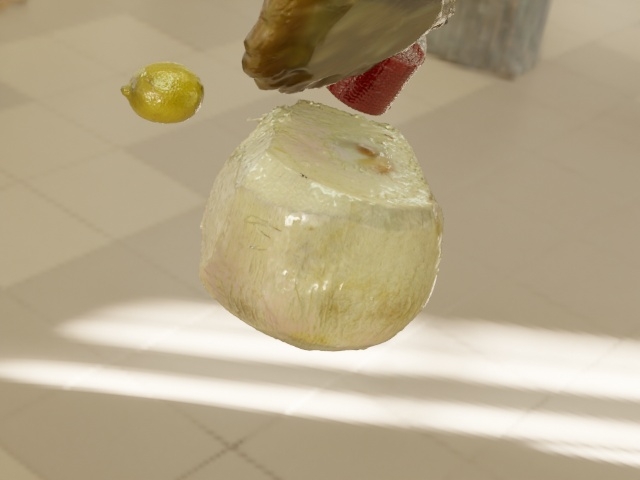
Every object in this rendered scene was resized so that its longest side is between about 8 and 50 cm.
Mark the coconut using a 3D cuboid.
[{"bbox_3d":[0.000,0.000,1.620,0.297,0.254,0.297,16,30,-10],"label":"coconut"}]

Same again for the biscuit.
[{"bbox_3d":[0.068,-0.286,1.626,0.335,0.329,0.078,-16,67,-43],"label":"biscuit"}]

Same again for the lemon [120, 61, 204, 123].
[{"bbox_3d":[-0.206,-0.193,1.788,0.111,0.082,0.082,-1,32,-26],"label":"lemon"}]

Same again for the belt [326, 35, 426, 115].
[{"bbox_3d":[0.065,-0.256,1.914,0.128,0.124,0.201,31,29,-13],"label":"belt"}]
